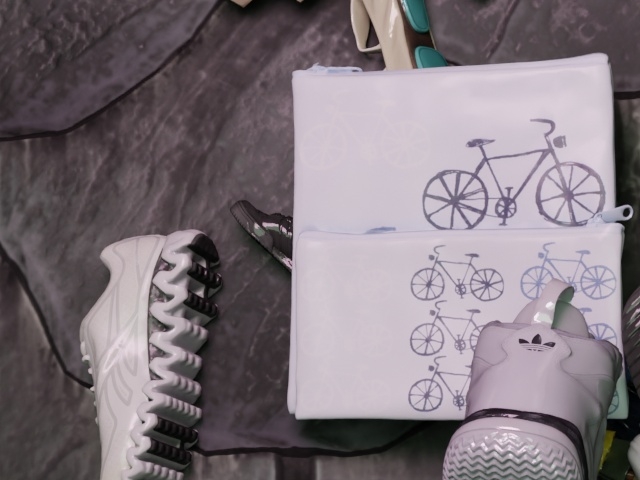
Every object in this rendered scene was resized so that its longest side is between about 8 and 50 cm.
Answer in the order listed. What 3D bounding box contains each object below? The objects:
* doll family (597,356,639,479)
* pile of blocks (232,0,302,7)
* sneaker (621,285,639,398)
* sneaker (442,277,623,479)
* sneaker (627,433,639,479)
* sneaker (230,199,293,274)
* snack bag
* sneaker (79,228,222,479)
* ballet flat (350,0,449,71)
[{"bbox_3d":[0.256,0.161,1.539,0.111,0.076,0.193,22,78,19],"label":"doll family"},{"bbox_3d":[0.016,-0.389,1.699,0.113,0.149,0.362,29,94,-28],"label":"pile of blocks"},{"bbox_3d":[0.378,0.174,1.469,0.122,0.146,0.330,-37,79,5],"label":"sneaker"},{"bbox_3d":[0.187,0.204,1.437,0.137,0.366,0.210,9,51,15],"label":"sneaker"},{"bbox_3d":[0.297,0.296,1.471,0.153,0.094,0.235,-33,102,4],"label":"sneaker"},{"bbox_3d":[0.000,-0.001,1.632,0.170,0.051,0.089,44,88,11],"label":"sneaker"},{"bbox_3d":[0.122,-0.005,1.543,0.323,0.037,0.342,-1,83,19],"label":"snack bag"},{"bbox_3d":[-0.177,0.130,1.614,0.118,0.110,0.292,3,70,19],"label":"sneaker"},{"bbox_3d":[0.079,-0.183,1.649,0.086,0.086,0.248,-18,74,6],"label":"ballet flat"}]
